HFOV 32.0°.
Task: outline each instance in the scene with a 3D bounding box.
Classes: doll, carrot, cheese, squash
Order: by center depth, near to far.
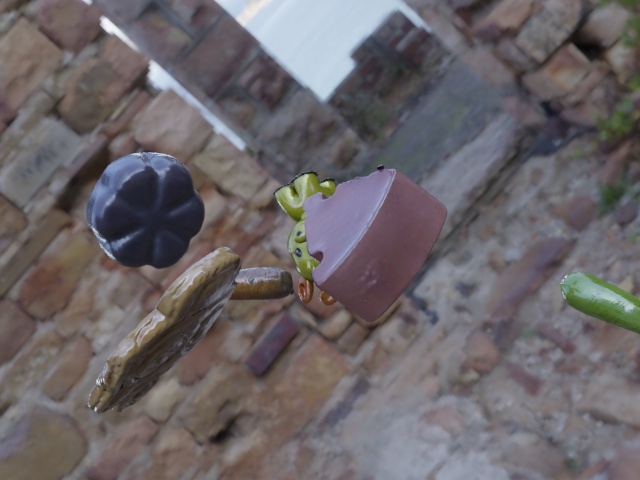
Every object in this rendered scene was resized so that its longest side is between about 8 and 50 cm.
[{"bbox_3d":[0.053,0.014,1.588,0.203,0.128,0.177,-17,45,46],"label":"cheese"},{"bbox_3d":[0.000,0.000,1.833,0.143,0.221,0.135,-32,-26,20],"label":"doll"},{"bbox_3d":[0.497,0.113,1.880,0.066,0.201,0.066,-51,-22,-30],"label":"squash"},{"bbox_3d":[-0.139,0.077,1.938,0.060,0.186,0.060,177,90,-85],"label":"carrot"}]

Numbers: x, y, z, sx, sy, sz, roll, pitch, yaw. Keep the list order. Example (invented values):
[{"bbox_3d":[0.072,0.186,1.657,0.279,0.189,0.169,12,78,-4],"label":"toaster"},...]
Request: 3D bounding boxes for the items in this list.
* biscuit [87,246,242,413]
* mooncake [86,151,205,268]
[{"bbox_3d":[-0.232,0.152,1.684,0.269,0.051,0.376,-35,-14,-49],"label":"biscuit"},{"bbox_3d":[-0.355,-0.061,2.287,0.245,0.245,0.133,-49,26,-4],"label":"mooncake"}]
